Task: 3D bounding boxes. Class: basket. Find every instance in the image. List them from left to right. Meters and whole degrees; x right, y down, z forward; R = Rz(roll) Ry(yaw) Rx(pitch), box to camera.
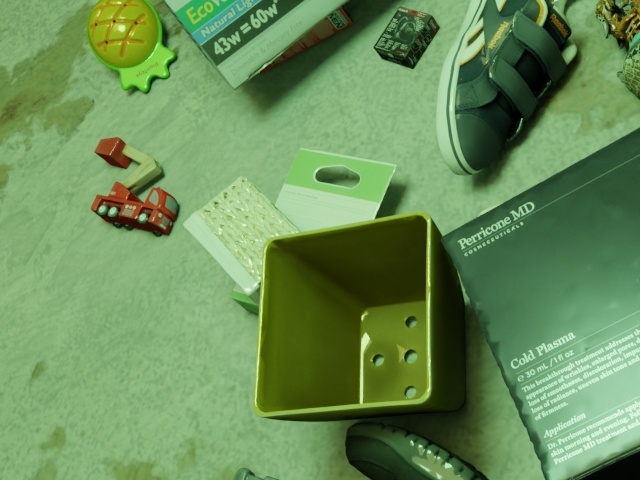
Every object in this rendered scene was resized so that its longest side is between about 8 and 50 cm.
[{"bbox_3d":[-0.075,0.010,1.353,0.103,0.113,0.167,-46,52,-1],"label":"basket"}]

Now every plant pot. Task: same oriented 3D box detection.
[{"bbox_3d":[0.065,0.111,1.224,0.212,0.187,0.212,-9,65,27],"label":"plant pot"}]

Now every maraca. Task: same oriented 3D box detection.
[{"bbox_3d":[-0.318,-0.334,1.776,0.127,0.099,0.185,-34,76,7],"label":"maraca"}]

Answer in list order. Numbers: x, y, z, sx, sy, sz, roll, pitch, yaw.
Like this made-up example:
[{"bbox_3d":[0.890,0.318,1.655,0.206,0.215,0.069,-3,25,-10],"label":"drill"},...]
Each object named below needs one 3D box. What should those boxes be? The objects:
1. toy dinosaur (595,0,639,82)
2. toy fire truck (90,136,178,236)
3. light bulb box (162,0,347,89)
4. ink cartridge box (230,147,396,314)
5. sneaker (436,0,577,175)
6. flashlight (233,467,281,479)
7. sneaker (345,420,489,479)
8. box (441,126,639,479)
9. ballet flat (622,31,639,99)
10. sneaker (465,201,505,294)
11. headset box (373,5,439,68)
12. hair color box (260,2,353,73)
[{"bbox_3d":[0.469,-0.236,1.236,0.322,0.164,0.218,41,104,22],"label":"toy dinosaur"},{"bbox_3d":[-0.288,-0.086,1.647,0.192,0.047,0.135,11,69,34],"label":"toy fire truck"},{"bbox_3d":[-0.098,-0.471,1.572,0.358,0.225,0.361,-37,39,3],"label":"light bulb box"},{"bbox_3d":[0.000,0.000,1.419,0.171,0.056,0.235,13,70,36],"label":"ink cartridge box"},{"bbox_3d":[0.243,-0.232,1.353,0.127,0.126,0.321,0,63,38],"label":"sneaker"},{"bbox_3d":[-0.100,0.422,1.225,0.103,0.103,0.304,18,77,2],"label":"flashlight"},{"bbox_3d":[0.139,0.303,1.123,0.341,0.125,0.139,25,84,40],"label":"sneaker"},{"bbox_3d":[0.350,0.070,1.086,0.343,0.179,0.312,-29,53,14],"label":"box"},{"bbox_3d":[0.505,-0.102,0.956,0.164,0.483,0.182,129,137,-57],"label":"ballet flat"},{"bbox_3d":[0.207,0.009,1.291,0.134,0.051,0.070,-50,49,-6],"label":"sneaker"},{"bbox_3d":[0.125,-0.294,1.520,0.062,0.032,0.083,26,79,38],"label":"headset box"},{"bbox_3d":[-0.041,-0.339,1.633,0.167,0.053,0.093,-25,53,16],"label":"hair color box"}]
